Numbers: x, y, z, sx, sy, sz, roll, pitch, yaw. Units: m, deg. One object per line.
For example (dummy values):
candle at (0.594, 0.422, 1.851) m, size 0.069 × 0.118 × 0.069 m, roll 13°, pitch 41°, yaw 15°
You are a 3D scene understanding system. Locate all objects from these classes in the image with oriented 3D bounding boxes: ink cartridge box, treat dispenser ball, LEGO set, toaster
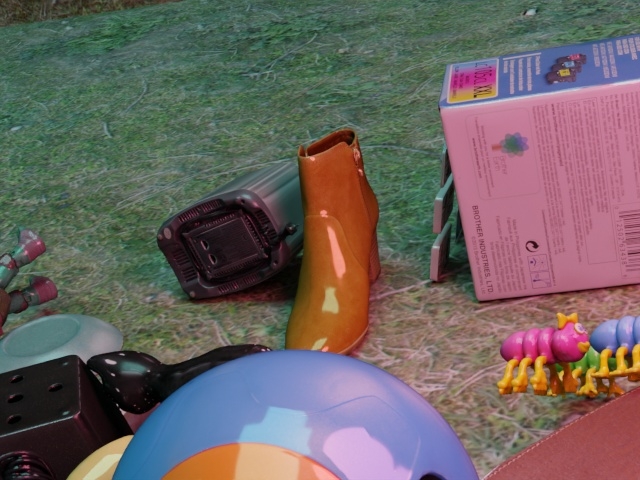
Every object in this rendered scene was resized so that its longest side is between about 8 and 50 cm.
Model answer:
ink cartridge box at (0.356, -0.092, 1.519) m, size 0.396 × 0.270 × 0.151 m, roll -6°, pitch 31°, yaw 14°
treat dispenser ball at (-0.018, 0.224, 0.967) m, size 0.288 × 0.288 × 0.288 m, roll -11°, pitch 25°, yaw 5°
LEGO set at (0.163, -0.083, 1.698) m, size 0.060 × 0.182 × 0.244 m, roll 9°, pitch 29°, yaw 15°
toaster at (-0.093, -0.020, 1.722) m, size 0.227 × 0.129 × 0.146 m, roll -23°, pitch 12°, yaw 36°

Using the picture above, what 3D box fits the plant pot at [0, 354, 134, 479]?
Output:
plant pot at (-0.274, 0.223, 1.284) m, size 0.188 × 0.166 × 0.187 m, roll -14°, pitch 25°, yaw -5°

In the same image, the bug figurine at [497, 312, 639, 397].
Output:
bug figurine at (0.287, 0.102, 1.216) m, size 0.216 × 0.072 × 0.279 m, roll -12°, pitch -14°, yaw 33°

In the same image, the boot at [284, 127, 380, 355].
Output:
boot at (0.001, 0.000, 1.571) m, size 0.104 × 0.211 × 0.295 m, roll -5°, pitch 26°, yaw 20°

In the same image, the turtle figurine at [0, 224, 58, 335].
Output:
turtle figurine at (-0.453, 0.085, 1.696) m, size 0.118 × 0.175 × 0.234 m, roll 34°, pitch 47°, yaw 25°

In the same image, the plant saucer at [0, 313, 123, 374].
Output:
plant saucer at (-0.350, 0.136, 1.663) m, size 0.195 × 0.037 × 0.195 m, roll -10°, pitch 24°, yaw 5°

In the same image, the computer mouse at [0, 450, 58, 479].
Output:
computer mouse at (-0.317, 0.288, 1.133) m, size 0.262 × 0.184 × 0.060 m, roll -28°, pitch 47°, yaw -2°

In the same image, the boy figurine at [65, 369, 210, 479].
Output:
boy figurine at (-0.154, 0.238, 1.130) m, size 0.285 × 0.177 × 0.092 m, roll -47°, pitch 48°, yaw -4°

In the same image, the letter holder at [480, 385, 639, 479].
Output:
letter holder at (0.263, 0.202, 1.084) m, size 0.302 × 0.152 × 0.214 m, roll -23°, pitch 24°, yaw -21°

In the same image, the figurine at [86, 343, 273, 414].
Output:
figurine at (-0.099, 0.171, 1.302) m, size 0.210 × 0.215 × 0.092 m, roll 3°, pitch 63°, yaw 37°

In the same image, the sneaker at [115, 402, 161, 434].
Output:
sneaker at (-0.214, 0.189, 1.447) m, size 0.158 × 0.064 × 0.061 m, roll -31°, pitch 30°, yaw -34°
